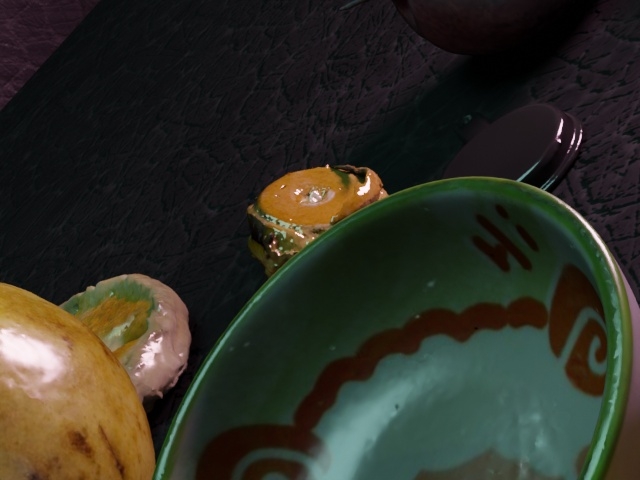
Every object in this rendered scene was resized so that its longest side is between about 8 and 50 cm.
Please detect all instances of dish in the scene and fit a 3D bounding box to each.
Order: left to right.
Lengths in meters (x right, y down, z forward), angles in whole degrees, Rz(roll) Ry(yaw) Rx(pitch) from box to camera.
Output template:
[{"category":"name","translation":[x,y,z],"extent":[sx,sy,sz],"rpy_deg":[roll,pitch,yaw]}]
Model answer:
[{"category":"dish","translation":[0.059,0.132,0.901],"extent":[0.324,0.124,0.324],"rpy_deg":[-30,39,28]}]

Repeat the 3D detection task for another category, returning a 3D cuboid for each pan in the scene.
[{"category":"pan","translation":[0.138,-0.075,1.350],"extent":[0.136,0.028,0.235],"rpy_deg":[-39,20,5]}]

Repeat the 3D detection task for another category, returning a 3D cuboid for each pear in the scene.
[{"category":"pear","translation":[-0.272,0.170,1.213],"extent":[0.304,0.304,0.304],"rpy_deg":[-36,20,16]}]

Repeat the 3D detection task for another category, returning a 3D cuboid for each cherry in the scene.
[{"category":"cherry","translation":[0.148,-0.265,1.501],"extent":[0.266,0.184,0.213],"rpy_deg":[-29,34,-3]}]

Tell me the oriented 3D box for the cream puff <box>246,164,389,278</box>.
[{"category":"cream puff","translation":[0.000,0.000,1.340],"extent":[0.119,0.104,0.133],"rpy_deg":[-5,36,6]}]

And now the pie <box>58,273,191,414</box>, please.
[{"category":"pie","translation":[-0.251,0.154,1.533],"extent":[0.339,0.077,0.339],"rpy_deg":[-37,16,13]}]
